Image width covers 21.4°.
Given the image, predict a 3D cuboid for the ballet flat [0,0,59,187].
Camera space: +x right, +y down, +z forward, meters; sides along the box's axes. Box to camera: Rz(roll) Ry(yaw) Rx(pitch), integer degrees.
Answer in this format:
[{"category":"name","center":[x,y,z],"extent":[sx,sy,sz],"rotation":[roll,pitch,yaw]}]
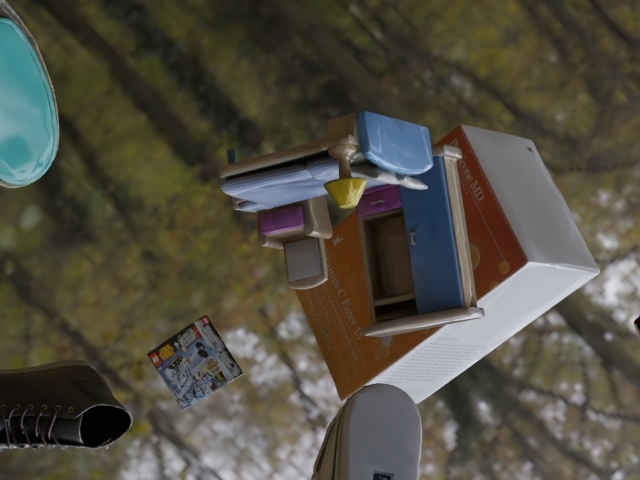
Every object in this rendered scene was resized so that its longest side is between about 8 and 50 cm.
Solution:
[{"category":"ballet flat","center":[-0.346,-0.199,1.542],"extent":[0.123,0.348,0.123],"rotation":[-15,-138,13]}]

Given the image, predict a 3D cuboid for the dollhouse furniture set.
[{"category":"dollhouse furniture set","center":[0.000,0.000,1.850],"extent":[0.286,0.198,0.303],"rotation":[-13,169,29]}]

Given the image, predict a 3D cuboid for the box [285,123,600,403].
[{"category":"box","center":[0.154,0.039,2.218],"extent":[0.345,0.168,0.215],"rotation":[-40,-119,31]}]

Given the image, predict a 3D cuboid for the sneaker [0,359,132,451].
[{"category":"sneaker","center":[-0.319,0.192,1.814],"extent":[0.222,0.083,0.118],"rotation":[-18,-154,-27]}]

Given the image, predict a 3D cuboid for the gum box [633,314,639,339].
[{"category":"gum box","center":[0.457,0.095,1.994],"extent":[0.188,0.107,0.062],"rotation":[-39,-155,-27]}]

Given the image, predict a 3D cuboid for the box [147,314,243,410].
[{"category":"box","center":[-0.169,0.165,2.267],"extent":[0.027,0.094,0.137],"rotation":[-32,179,-40]}]

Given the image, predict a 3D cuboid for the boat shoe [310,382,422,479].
[{"category":"boat shoe","center":[0.024,0.255,1.438],"extent":[0.088,0.096,0.267],"rotation":[140,-42,-61]}]
